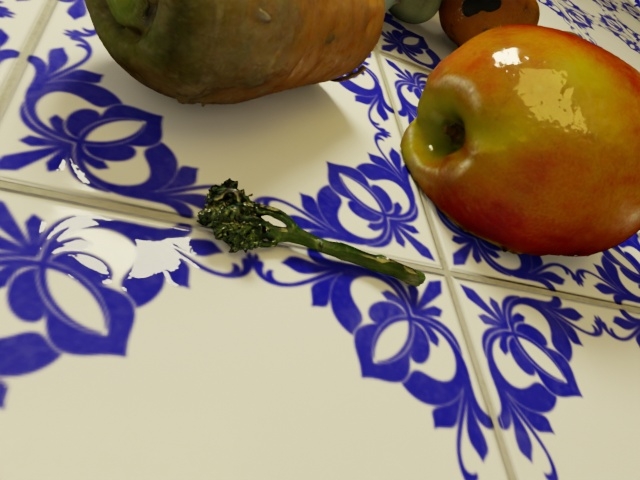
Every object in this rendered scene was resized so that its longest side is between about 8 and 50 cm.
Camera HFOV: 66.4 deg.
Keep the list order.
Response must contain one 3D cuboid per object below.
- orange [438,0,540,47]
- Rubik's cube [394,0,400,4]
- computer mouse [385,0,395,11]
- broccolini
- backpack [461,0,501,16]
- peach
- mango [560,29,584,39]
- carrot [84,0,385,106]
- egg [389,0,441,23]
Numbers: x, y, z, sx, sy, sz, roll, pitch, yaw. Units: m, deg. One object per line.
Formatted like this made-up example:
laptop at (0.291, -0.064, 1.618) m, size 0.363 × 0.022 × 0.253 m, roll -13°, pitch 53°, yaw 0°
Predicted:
orange at (0.354, -0.488, 1.054) m, size 0.224 × 0.170 × 0.224 m, roll 25°, pitch 34°, yaw -18°
Rubik's cube at (0.108, -0.486, 0.973) m, size 0.075 × 0.084 × 0.073 m, roll 56°, pitch 41°, yaw -5°
computer mouse at (0.045, -0.443, 0.883) m, size 0.231 × 0.079 × 0.128 m, roll -32°, pitch 79°, yaw -15°
broccolini at (0.002, 0.000, 0.504) m, size 0.254 × 0.057 × 0.071 m, roll 16°, pitch 89°, yaw -15°
backpack at (0.251, -0.612, 0.882) m, size 0.353 × 0.201 × 0.378 m, roll -11°, pitch 86°, yaw 3°
peach at (0.344, -0.141, 0.699) m, size 0.380 × 0.242 × 0.306 m, roll -5°, pitch 51°, yaw -34°
mango at (0.493, -0.305, 1.003) m, size 0.193 × 0.146 × 0.316 m, roll 19°, pitch 55°, yaw -11°
carrot at (-0.085, -0.281, 0.576) m, size 0.224 × 0.224 × 0.341 m, roll 46°, pitch 41°, yaw 11°
egg at (0.187, -0.523, 1.023) m, size 0.114 × 0.114 × 0.152 m, roll -25°, pitch 66°, yaw -43°
